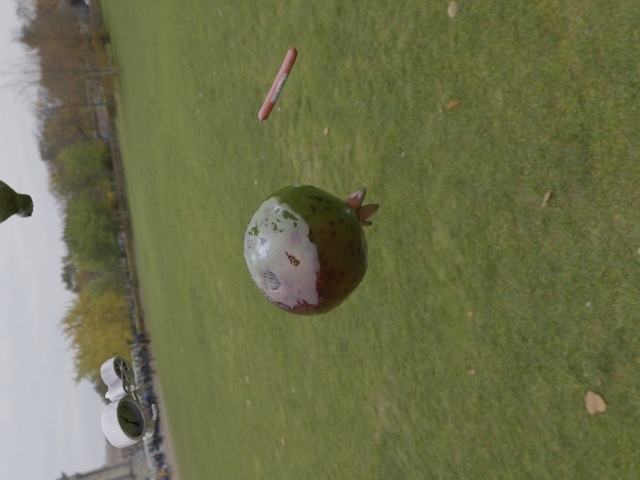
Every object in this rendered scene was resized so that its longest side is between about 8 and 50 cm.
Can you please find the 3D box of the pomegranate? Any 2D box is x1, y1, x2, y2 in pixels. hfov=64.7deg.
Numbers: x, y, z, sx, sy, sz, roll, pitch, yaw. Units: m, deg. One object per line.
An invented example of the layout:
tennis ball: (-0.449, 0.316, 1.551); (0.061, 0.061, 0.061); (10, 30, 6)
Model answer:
pomegranate: (-0.022, -0.008, 1.108); (0.291, 0.291, 0.323); (120, 172, -58)

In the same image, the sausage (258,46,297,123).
sausage: (-0.127, -0.466, 1.515); (0.253, 0.034, 0.034); (-64, 25, 0)

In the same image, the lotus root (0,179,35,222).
lotus root: (-0.927, -0.091, 1.282); (0.175, 0.350, 0.175); (25, 121, 50)

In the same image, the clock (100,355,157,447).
clock: (-0.283, 0.234, 0.738); (0.087, 0.041, 0.129); (46, -161, -60)
